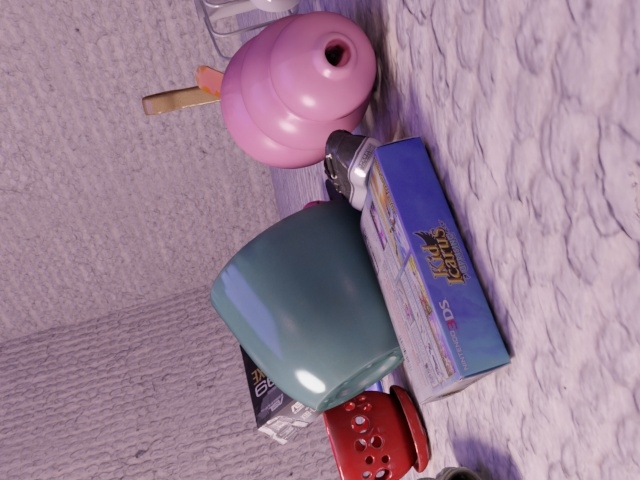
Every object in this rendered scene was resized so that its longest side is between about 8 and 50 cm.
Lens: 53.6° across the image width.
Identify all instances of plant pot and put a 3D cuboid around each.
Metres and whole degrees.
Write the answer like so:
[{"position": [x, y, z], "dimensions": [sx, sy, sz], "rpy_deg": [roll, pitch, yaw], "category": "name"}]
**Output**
[{"position": [0.011, 0.119, 0.995], "dimensions": [0.235, 0.293, 0.293], "rpy_deg": [55, 166, 23], "category": "plant pot"}, {"position": [0.103, 0.376, 1.215], "dimensions": [0.191, 0.174, 0.191], "rpy_deg": [164, 90, -83], "category": "plant pot"}]

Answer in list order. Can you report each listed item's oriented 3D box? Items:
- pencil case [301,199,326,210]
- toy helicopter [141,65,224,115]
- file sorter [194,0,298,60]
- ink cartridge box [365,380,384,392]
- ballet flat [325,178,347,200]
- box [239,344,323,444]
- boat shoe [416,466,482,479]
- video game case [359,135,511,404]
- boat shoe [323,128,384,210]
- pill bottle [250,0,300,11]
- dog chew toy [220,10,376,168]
[{"position": [0.000, 0.000, 1.585], "dimensions": [0.209, 0.095, 0.098], "rpy_deg": [79, -153, -49], "category": "pencil case"}, {"position": [-0.168, -0.276, 1.181], "dimensions": [0.235, 0.355, 0.140], "rpy_deg": [-77, -24, -66], "category": "toy helicopter"}, {"position": [-0.147, -0.507, 1.199], "dimensions": [0.278, 0.192, 0.173], "rpy_deg": [85, 164, -58], "category": "file sorter"}, {"position": [0.086, 0.293, 1.671], "dimensions": [0.332, 0.065, 0.165], "rpy_deg": [-156, 51, -80], "category": "ink cartridge box"}, {"position": [0.062, -0.038, 1.170], "dimensions": [0.084, 0.058, 0.250], "rpy_deg": [41, 159, 37], "category": "ballet flat"}, {"position": [-0.010, 0.206, 1.235], "dimensions": [0.076, 0.307, 0.242], "rpy_deg": [42, -167, -32], "category": "box"}, {"position": [0.190, 0.348, 0.835], "dimensions": [0.302, 0.109, 0.094], "rpy_deg": [145, 125, -74], "category": "boat shoe"}, {"position": [0.123, 0.050, 0.773], "dimensions": [0.244, 0.061, 0.270], "rpy_deg": [90, 163, -70], "category": "video game case"}, {"position": [0.039, -0.098, 0.862], "dimensions": [0.080, 0.076, 0.228], "rpy_deg": [-63, -7, -1], "category": "boat shoe"}, {"position": [-0.079, -0.474, 0.998], "dimensions": [0.208, 0.119, 0.119], "rpy_deg": [88, 165, -64], "category": "pill bottle"}, {"position": [-0.025, -0.209, 0.864], "dimensions": [0.332, 0.206, 0.207], "rpy_deg": [-178, 72, -75], "category": "dog chew toy"}]
